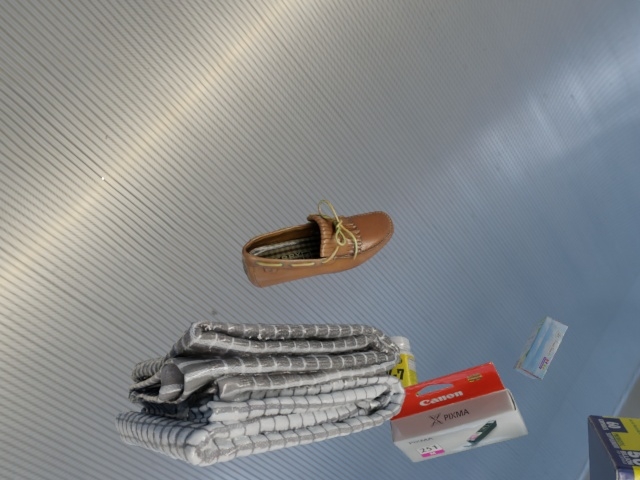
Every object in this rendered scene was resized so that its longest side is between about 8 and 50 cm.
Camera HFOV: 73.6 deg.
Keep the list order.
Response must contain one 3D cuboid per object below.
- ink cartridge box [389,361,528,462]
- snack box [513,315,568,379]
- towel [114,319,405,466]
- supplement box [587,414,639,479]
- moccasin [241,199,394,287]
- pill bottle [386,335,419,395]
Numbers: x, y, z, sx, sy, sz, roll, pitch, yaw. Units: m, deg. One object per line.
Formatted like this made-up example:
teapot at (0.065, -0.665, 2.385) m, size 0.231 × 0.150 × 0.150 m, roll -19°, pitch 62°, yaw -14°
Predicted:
ink cartridge box at (0.279, 0.380, 0.923) m, size 0.275 × 0.060 × 0.239 m, roll -24°, pitch 129°, yaw 18°
snack box at (0.674, 0.335, 1.321) m, size 0.175 × 0.070 × 0.207 m, roll -60°, pitch 157°, yaw -5°
towel at (-0.074, 0.170, 0.520) m, size 0.283 × 0.235 × 0.122 m, roll 8°, pitch 69°, yaw -37°
supplement box at (0.697, 0.455, 0.749) m, size 0.194 × 0.356 × 0.196 m, roll -16°, pitch 102°, yaw -70°
moccasin at (-0.001, -0.003, 1.019) m, size 0.379 × 0.139 × 0.147 m, roll -10°, pitch 146°, yaw -10°
pill bottle at (0.248, 0.425, 1.374) m, size 0.119 × 0.119 × 0.209 m, roll 22°, pitch 48°, yaw -28°
